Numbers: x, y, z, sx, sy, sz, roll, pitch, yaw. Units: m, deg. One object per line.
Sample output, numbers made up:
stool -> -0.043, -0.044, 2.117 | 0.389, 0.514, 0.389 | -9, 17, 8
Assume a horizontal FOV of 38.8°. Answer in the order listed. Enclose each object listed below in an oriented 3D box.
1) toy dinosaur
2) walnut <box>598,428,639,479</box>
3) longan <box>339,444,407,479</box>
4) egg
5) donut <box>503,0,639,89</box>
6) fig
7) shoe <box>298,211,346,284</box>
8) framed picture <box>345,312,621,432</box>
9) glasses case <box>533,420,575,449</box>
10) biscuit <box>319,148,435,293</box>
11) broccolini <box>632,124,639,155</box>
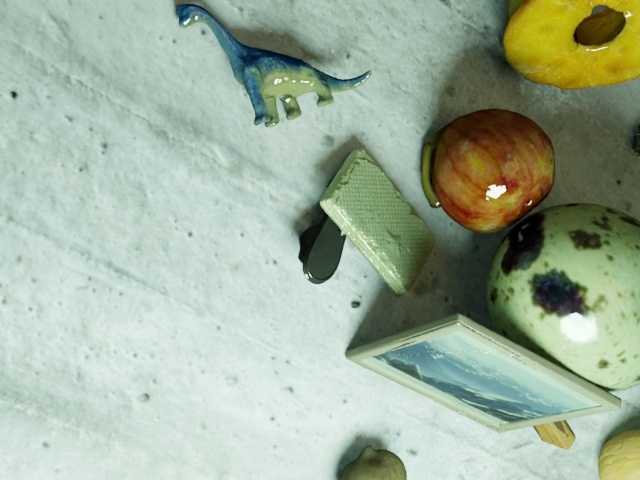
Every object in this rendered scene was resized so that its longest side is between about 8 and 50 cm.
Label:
toy dinosaur -> -0.059, -0.259, 1.259 | 0.247, 0.075, 0.188 | -19, 94, -20
walnut -> 0.588, 0.404, 1.576 | 0.165, 0.197, 0.165 | 19, 68, -59
longan -> 0.079, 0.360, 1.352 | 0.113, 0.092, 0.114 | -2, 94, -26
egg -> 0.421, 0.094, 1.409 | 0.379, 0.287, 0.288 | 19, 84, -36
donut -> 0.425, -0.358, 1.396 | 0.302, 0.303, 0.110 | 15, 59, -28
fig -> 0.249, -0.112, 1.378 | 0.205, 0.205, 0.205 | -2, 94, -28
shoe -> 0.000, 0.000, 1.318 | 0.062, 0.053, 0.159 | 49, 49, -34
framed picture -> 0.239, 0.206, 1.350 | 0.335, 0.247, 0.022 | 29, 57, -27
glasses case -> 0.364, 0.272, 1.517 | 0.041, 0.064, 0.170 | -43, 111, -20
biscuit -> 0.089, -0.028, 1.346 | 0.199, 0.040, 0.121 | 48, 54, -23
broccolini -> 0.641, -0.138, 1.657 | 0.216, 0.067, 0.058 | 37, 79, -34
